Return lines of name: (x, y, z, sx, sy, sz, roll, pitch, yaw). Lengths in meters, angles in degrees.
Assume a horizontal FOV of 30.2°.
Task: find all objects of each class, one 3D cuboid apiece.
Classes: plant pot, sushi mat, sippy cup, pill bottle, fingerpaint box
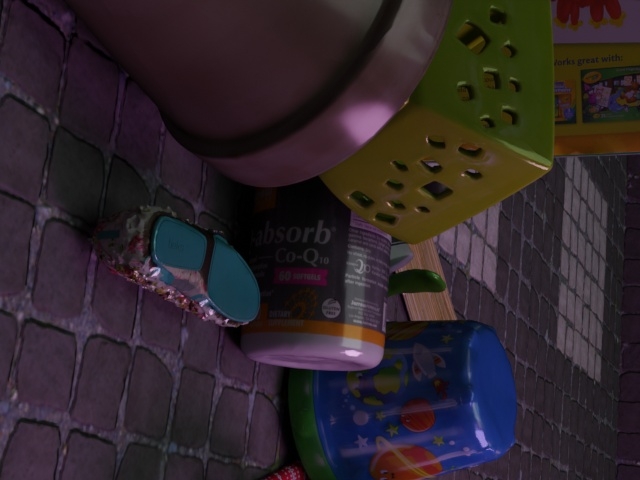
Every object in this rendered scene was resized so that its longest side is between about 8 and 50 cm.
plant pot: (0.084, -0.155, 1.194, 0.207, 0.227, 0.228, 19, 60, -29)
sushi mat: (0.163, 0.081, 1.849, 0.151, 0.019, 0.317, -66, 146, -45)
sippy cup: (0.112, 0.194, 1.449, 0.240, 0.224, 0.306, -13, 91, -65)
pill bottle: (0.000, 0.000, 1.329, 0.162, 0.162, 0.278, 29, 62, -62)
plant pot: (-0.090, -0.249, 1.026, 0.280, 0.323, 0.323, 32, 59, -42)
fingerpaint box: (0.252, -0.289, 1.552, 0.163, 0.444, 0.371, -10, 97, -66)

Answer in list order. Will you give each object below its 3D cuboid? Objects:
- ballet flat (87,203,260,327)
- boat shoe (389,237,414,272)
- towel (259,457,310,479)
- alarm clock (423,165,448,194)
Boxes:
ballet flat: (-0.136, 0.022, 1.130, 0.241, 0.077, 0.091, 45, 51, -60)
boat shoe: (0.037, 0.014, 1.529, 0.219, 0.078, 0.070, -6, 62, -57)
towel: (-0.035, 0.365, 1.394, 0.275, 0.031, 0.199, -12, 99, -65)
alarm clock: (0.143, -0.075, 1.697, 0.192, 0.129, 0.064, -15, 101, -86)
